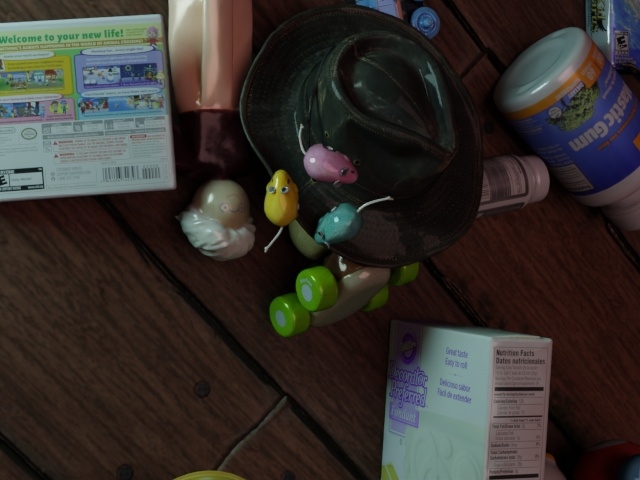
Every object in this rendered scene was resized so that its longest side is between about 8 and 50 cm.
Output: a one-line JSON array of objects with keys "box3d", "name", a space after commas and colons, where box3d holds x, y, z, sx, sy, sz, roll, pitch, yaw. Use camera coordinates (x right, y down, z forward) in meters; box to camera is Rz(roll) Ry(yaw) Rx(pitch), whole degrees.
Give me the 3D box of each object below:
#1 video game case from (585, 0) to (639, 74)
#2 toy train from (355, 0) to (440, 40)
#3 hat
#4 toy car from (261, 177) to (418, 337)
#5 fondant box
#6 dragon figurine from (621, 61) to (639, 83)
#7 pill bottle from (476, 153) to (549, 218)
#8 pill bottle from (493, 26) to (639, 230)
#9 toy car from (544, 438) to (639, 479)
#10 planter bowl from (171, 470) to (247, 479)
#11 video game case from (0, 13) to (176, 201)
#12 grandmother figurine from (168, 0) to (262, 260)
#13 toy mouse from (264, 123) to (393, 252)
[{"box3d": [0.509, -0.368, 1.620, 0.269, 0.061, 0.244, -3, 92, -26], "name": "video game case"}, {"box3d": [0.085, -0.315, 1.398, 0.105, 0.080, 0.184, -14, 98, -20], "name": "toy train"}, {"box3d": [0.081, -0.143, 1.263, 0.331, 0.134, 0.331, 7, 73, -22], "name": "hat"}, {"box3d": [0.000, 0.000, 1.357, 0.155, 0.149, 0.188, -15, 71, -35], "name": "toy car"}, {"box3d": [0.171, 0.271, 1.367, 0.096, 0.238, 0.330, 5, 89, -26], "name": "fondant box"}, {"box3d": [0.522, -0.138, 1.569, 0.085, 0.144, 0.289, -36, 121, -23], "name": "dragon figurine"}, {"box3d": [0.233, -0.073, 1.478, 0.137, 0.078, 0.078, -11, 96, -27], "name": "pill bottle"}, {"box3d": [0.374, -0.144, 1.506, 0.272, 0.152, 0.152, 45, 72, -20], "name": "pill bottle"}, {"box3d": [0.321, 0.342, 1.498, 0.238, 0.219, 0.210, 24, 79, 4], "name": "toy car"}, {"box3d": [-0.125, 0.389, 1.304, 0.217, 0.090, 0.217, 0, 91, -27], "name": "planter bowl"}, {"box3d": [-0.271, -0.145, 1.213, 0.212, 0.023, 0.193, -4, 94, -5], "name": "video game case"}, {"box3d": [-0.127, -0.147, 1.285, 0.207, 0.104, 0.343, -4, 91, -18], "name": "grandmother figurine"}, {"box3d": [0.007, -0.046, 1.209, 0.143, 0.031, 0.161, 7, 114, 9], "name": "toy mouse"}]
